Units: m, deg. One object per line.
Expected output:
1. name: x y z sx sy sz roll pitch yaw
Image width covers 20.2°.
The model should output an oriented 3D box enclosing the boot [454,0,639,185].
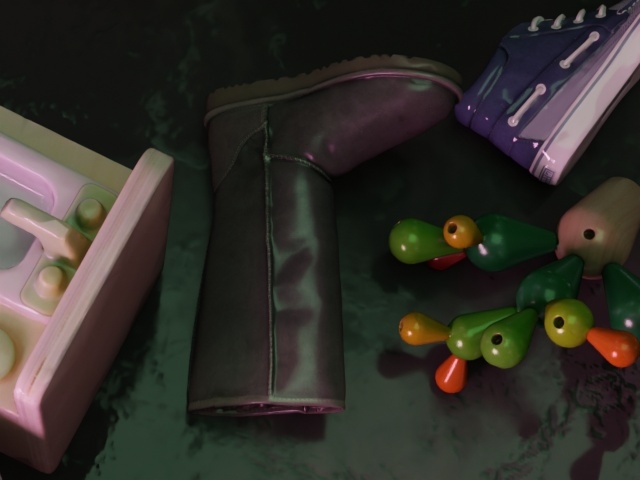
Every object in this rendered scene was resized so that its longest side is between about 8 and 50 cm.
1. boot: 0.172 -0.131 1.182 0.086 0.069 0.190 35 72 12

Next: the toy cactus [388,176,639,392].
1. toy cactus: 0.156 0.031 1.122 0.219 0.112 0.180 20 45 25

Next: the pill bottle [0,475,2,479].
1. pill bottle: -0.333 0.180 0.922 0.318 0.176 0.176 3 72 -31

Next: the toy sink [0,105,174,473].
1. toy sink: -0.177 0.021 1.011 0.131 0.234 0.153 26 74 1

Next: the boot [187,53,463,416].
1. boot: 0.002 0.001 1.101 0.189 0.076 0.209 -12 64 27
